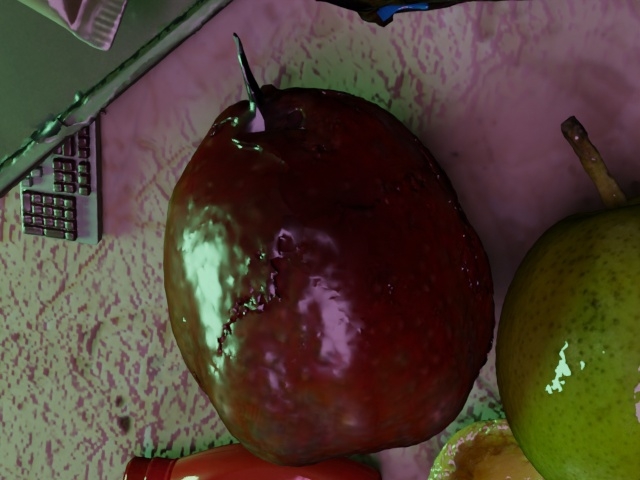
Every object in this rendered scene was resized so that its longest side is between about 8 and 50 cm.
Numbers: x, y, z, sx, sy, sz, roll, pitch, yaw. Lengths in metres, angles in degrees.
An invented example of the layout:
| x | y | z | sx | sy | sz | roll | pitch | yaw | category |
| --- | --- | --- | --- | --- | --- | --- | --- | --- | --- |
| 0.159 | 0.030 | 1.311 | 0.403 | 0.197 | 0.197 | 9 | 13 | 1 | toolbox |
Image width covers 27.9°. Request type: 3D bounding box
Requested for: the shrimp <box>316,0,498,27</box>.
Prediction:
| x | y | z | sx | sy | sz | roll | pitch | yaw | category |
| --- | --- | --- | --- | --- | --- | --- | --- | --- | --- |
| 0.107 | -0.167 | 0.574 | 0.290 | 0.222 | 0.054 | -12 | 74 | 22 | shrimp |

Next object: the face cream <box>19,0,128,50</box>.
| x | y | z | sx | sy | sz | roll | pitch | yaw | category |
| --- | --- | --- | --- | --- | --- | --- | --- | --- | --- |
| -0.237 | -0.225 | 0.667 | 0.341 | 0.084 | 0.137 | 23 | 98 | 7 | face cream |

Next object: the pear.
| x | y | z | sx | sy | sz | roll | pitch | yaw | category |
| --- | --- | --- | --- | --- | --- | --- | --- | --- | --- |
| 0.172 | 0.037 | 0.658 | 0.180 | 0.166 | 0.216 | -17 | 87 | -14 | pear |

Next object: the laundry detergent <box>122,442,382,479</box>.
| x | y | z | sx | sy | sz | roll | pitch | yaw | category |
| --- | --- | --- | --- | --- | --- | --- | --- | --- | --- |
| -0.045 | 0.169 | 0.818 | 0.165 | 0.049 | 0.097 | 8 | 116 | 12 | laundry detergent |

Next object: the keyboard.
| x | y | z | sx | sy | sz | roll | pitch | yaw | category |
| --- | --- | --- | --- | --- | --- | --- | --- | --- | --- |
| -0.154 | -0.077 | 0.757 | 0.055 | 0.017 | 0.166 | 7 | 113 | 10 | keyboard |

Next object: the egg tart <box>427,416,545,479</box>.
| x | y | z | sx | sy | sz | roll | pitch | yaw | category |
| --- | --- | --- | --- | --- | --- | --- | --- | --- | --- |
| 0.118 | 0.146 | 0.775 | 0.105 | 0.039 | 0.105 | 4 | 113 | 11 | egg tart |

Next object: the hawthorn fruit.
| x | y | z | sx | sy | sz | roll | pitch | yaw | category |
| --- | --- | --- | --- | --- | --- | --- | --- | --- | --- |
| 0.000 | 0.000 | 0.668 | 0.181 | 0.181 | 0.235 | -6 | 114 | 14 | hawthorn fruit |

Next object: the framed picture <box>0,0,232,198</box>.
| x | y | z | sx | sy | sz | roll | pitch | yaw | category |
| --- | --- | --- | --- | --- | --- | --- | --- | --- | --- |
| -0.148 | -0.177 | 0.700 | 0.281 | 0.019 | 0.209 | -34 | 93 | 22 | framed picture |
